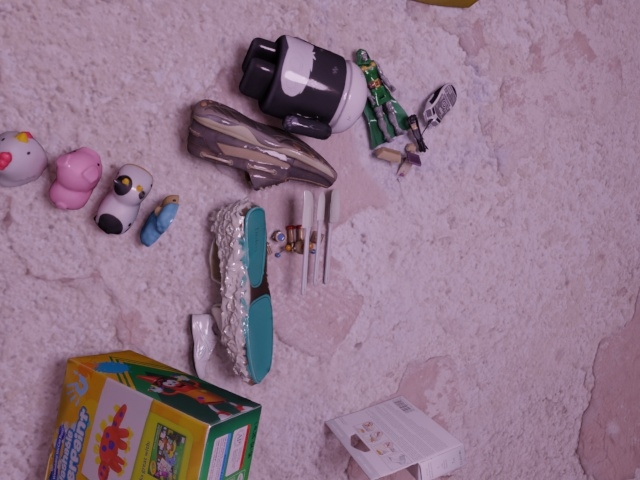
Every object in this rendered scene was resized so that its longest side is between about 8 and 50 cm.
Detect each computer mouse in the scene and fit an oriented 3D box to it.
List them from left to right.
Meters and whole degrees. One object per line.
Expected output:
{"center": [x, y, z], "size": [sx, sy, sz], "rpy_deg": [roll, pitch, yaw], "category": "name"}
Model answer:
{"center": [0.291, -0.330, 1.221], "size": [0.193, 0.042, 0.106], "rpy_deg": [-52, 126, -17], "category": "computer mouse"}

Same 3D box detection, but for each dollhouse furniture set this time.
{"center": [0.185, -0.206, 1.209], "size": [0.114, 0.091, 0.081], "rpy_deg": [12, 136, -15], "category": "dollhouse furniture set"}

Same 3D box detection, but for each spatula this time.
{"center": [0.000, 0.000, 1.111], "size": [0.168, 0.019, 0.242], "rpy_deg": [-15, 110, -63], "category": "spatula"}

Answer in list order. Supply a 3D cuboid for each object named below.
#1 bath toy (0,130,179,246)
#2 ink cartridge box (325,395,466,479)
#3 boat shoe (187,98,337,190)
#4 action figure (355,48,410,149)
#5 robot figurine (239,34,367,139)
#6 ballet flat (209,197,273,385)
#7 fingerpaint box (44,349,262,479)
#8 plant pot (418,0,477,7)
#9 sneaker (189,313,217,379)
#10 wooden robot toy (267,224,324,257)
{"center": [-0.458, -0.110, 0.913], "size": [0.348, 0.129, 0.151], "rpy_deg": [25, 86, -21], "category": "bath toy"}
{"center": [0.172, 0.490, 1.142], "size": [0.239, 0.275, 0.060], "rpy_deg": [-12, 100, -19], "category": "ink cartridge box"}
{"center": [-0.130, -0.187, 1.051], "size": [0.355, 0.132, 0.130], "rpy_deg": [21, 113, -26], "category": "boat shoe"}
{"center": [0.140, -0.358, 1.156], "size": [0.137, 0.063, 0.232], "rpy_deg": [-35, 108, -22], "category": "action figure"}
{"center": [-0.034, -0.338, 1.034], "size": [0.278, 0.173, 0.209], "rpy_deg": [12, 102, -22], "category": "robot figurine"}
{"center": [-0.182, 0.111, 1.053], "size": [0.147, 0.147, 0.409], "rpy_deg": [-2, 94, -21], "category": "ballet flat"}
{"center": [-0.337, 0.478, 0.886], "size": [0.163, 0.371, 0.445], "rpy_deg": [11, 90, -62], "category": "fingerpaint box"}
{"center": [0.300, -0.688, 1.117], "size": [0.187, 0.212, 0.212], "rpy_deg": [-10, 100, -7], "category": "plant pot"}
{"center": [-0.262, 0.240, 1.066], "size": [0.061, 0.053, 0.152], "rpy_deg": [-3, 96, -24], "category": "sneaker"}
{"center": [-0.058, 0.004, 1.106], "size": [0.173, 0.079, 0.076], "rpy_deg": [-5, 98, -21], "category": "wooden robot toy"}
